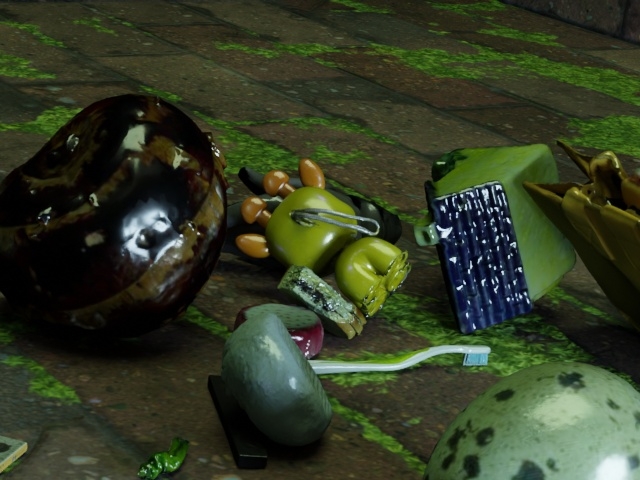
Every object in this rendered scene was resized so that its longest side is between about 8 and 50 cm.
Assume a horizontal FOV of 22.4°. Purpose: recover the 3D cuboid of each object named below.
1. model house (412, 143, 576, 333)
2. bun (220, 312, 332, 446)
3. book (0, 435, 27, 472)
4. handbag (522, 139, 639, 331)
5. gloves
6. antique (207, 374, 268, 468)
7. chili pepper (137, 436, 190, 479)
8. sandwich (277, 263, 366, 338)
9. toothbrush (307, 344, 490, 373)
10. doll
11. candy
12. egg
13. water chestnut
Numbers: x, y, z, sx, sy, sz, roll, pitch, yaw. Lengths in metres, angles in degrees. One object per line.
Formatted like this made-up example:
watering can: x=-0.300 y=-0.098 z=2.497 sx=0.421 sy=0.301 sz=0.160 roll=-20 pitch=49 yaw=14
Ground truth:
model house: x=0.187 y=0.005 z=1.993 sx=0.170 sy=0.194 sz=0.211 roll=3 pitch=24 yaw=38
bun: x=-0.048 y=0.143 z=1.598 sx=0.083 sy=0.141 sz=0.141 roll=-33 pitch=20 yaw=4
book: x=-0.354 y=0.205 z=1.450 sx=0.118 sy=0.012 sz=0.172 roll=11 pitch=18 yaw=14
handbag: x=0.421 y=0.033 z=1.821 sx=0.283 sy=0.133 sz=0.401 roll=43 pitch=-3 yaw=-31
gloves: x=-0.025 y=-0.026 z=2.098 sx=0.285 sy=0.142 sz=0.119 roll=-3 pitch=-7 yaw=-27
antique: x=-0.084 y=0.179 z=1.624 sx=0.031 sy=0.015 sz=0.192 roll=3 pitch=19 yaw=-14
chili pepper: x=-0.145 y=0.206 z=1.516 sx=0.027 sy=0.022 sz=0.083 roll=45 pitch=26 yaw=7
sandwich: x=0.002 y=0.072 z=1.873 sx=0.105 sy=0.036 sz=0.093 roll=26 pitch=-19 yaw=36
toothbrush: x=0.073 y=0.132 z=1.806 sx=0.263 sy=0.026 sz=0.022 roll=-1 pitch=14 yaw=-23
doll: x=0.000 y=0.000 z=1.956 sx=0.221 sy=0.143 sz=0.135 roll=39 pitch=-6 yaw=19
candy: x=-0.047 y=0.103 z=1.825 sx=0.103 sy=0.043 sz=0.103 roll=6 pitch=18 yaw=-2
egg: x=0.194 y=0.201 z=1.416 sx=0.228 sy=0.177 sz=0.177 roll=-18 pitch=26 yaw=-17
water chestnut: x=-0.224 y=-0.009 z=1.832 sx=0.300 sy=0.300 sz=0.300 roll=6 pitch=18 yaw=-2
